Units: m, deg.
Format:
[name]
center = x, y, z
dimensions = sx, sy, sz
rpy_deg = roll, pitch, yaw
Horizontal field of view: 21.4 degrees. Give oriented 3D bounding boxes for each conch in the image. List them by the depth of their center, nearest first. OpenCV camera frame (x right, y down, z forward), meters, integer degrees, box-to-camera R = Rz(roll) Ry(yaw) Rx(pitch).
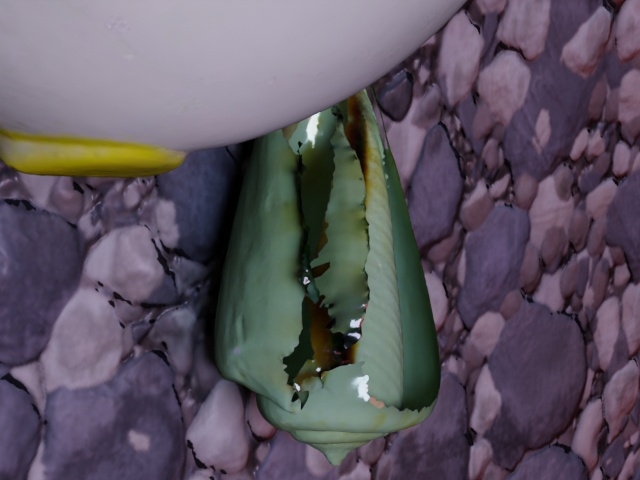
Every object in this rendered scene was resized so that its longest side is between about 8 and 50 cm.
[conch]
center = 0.002, 0.008, 1.000
dimensions = 0.143, 0.137, 0.250
rpy_deg = -15, 111, -44

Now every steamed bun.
[steamed bun]
center = -0.053, -0.208, 0.755
dimensions = 0.374, 0.334, 0.334
rpy_deg = -39, 127, -28
